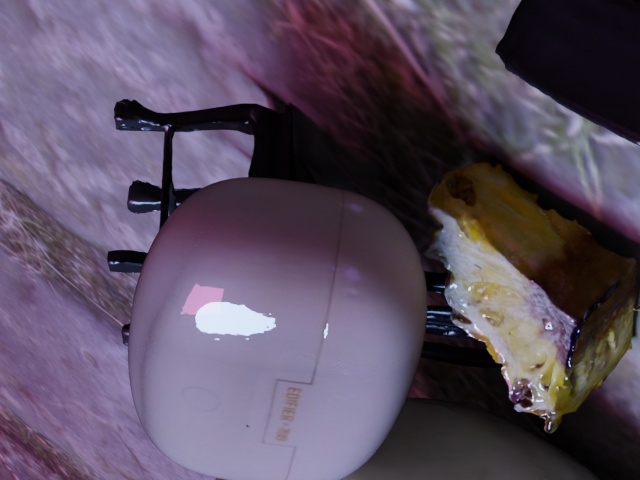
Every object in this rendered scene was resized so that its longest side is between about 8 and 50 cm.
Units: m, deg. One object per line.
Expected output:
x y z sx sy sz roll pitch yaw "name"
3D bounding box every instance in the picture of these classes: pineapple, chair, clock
0.104 0.024 0.913 0.137 0.069 0.116 51 158 -15 "pineapple"
0.000 0.000 1.051 0.229 0.113 0.106 2 153 0 "chair"
0.147 -0.044 0.604 0.184 0.040 0.184 20 -165 -5 "clock"

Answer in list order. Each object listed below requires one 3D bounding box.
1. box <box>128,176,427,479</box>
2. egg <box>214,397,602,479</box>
-0.023 0.050 0.953 0.146 0.088 0.200 8 141 -4 "box"
0.079 0.250 1.098 0.345 0.283 0.283 42 162 -29 "egg"
